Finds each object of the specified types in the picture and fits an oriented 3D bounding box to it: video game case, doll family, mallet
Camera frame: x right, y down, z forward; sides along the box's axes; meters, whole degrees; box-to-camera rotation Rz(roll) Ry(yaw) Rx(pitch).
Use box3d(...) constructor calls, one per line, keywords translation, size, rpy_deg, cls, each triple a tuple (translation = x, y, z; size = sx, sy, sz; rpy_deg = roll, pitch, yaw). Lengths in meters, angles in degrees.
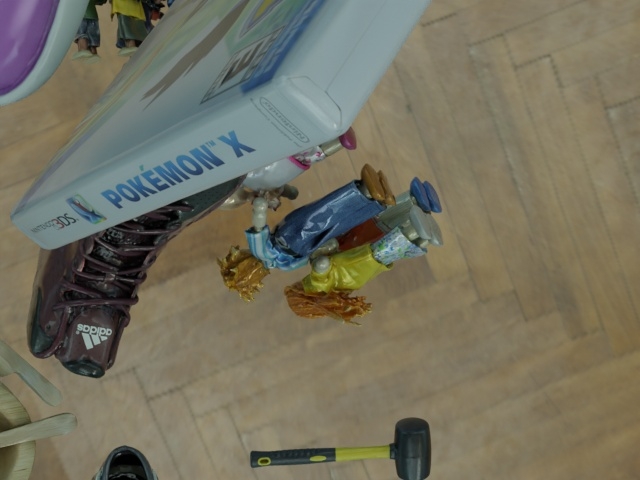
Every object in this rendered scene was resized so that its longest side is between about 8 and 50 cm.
box3d(translation=(-0.004, -0.148, 0.618), size=(0.036, 0.300, 0.329), rpy_deg=(41, 63, -20), cls="video game case")
box3d(translation=(0.000, 0.000, 1.079), size=(0.163, 0.118, 0.263), rpy_deg=(-30, 146, 20), cls="doll family")
box3d(translation=(-0.175, -0.227, 1.203), size=(0.076, 0.193, 0.111), rpy_deg=(-12, 84, 26), cls="doll family")
box3d(translation=(0.023, 0.213, 1.283), size=(0.189, 0.039, 0.062), rpy_deg=(4, 108, -5), cls="mallet")

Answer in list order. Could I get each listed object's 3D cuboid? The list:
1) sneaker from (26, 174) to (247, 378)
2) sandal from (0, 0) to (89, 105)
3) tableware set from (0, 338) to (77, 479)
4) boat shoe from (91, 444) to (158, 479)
box3d(translation=(-0.143, 0.018, 0.929), size=(0.106, 0.281, 0.162), rpy_deg=(20, 61, -25), cls="sneaker")
box3d(translation=(-0.188, -0.256, 0.585), size=(0.169, 0.102, 0.416), rpy_deg=(23, 121, 23), cls="sandal")
box3d(translation=(-0.213, 0.074, 0.619), size=(0.194, 0.039, 0.128), rpy_deg=(48, 57, -30), cls="tableware set")
box3d(translation=(-0.142, 0.238, 0.859), size=(0.075, 0.206, 0.065), rpy_deg=(2, 139, -6), cls="boat shoe")
